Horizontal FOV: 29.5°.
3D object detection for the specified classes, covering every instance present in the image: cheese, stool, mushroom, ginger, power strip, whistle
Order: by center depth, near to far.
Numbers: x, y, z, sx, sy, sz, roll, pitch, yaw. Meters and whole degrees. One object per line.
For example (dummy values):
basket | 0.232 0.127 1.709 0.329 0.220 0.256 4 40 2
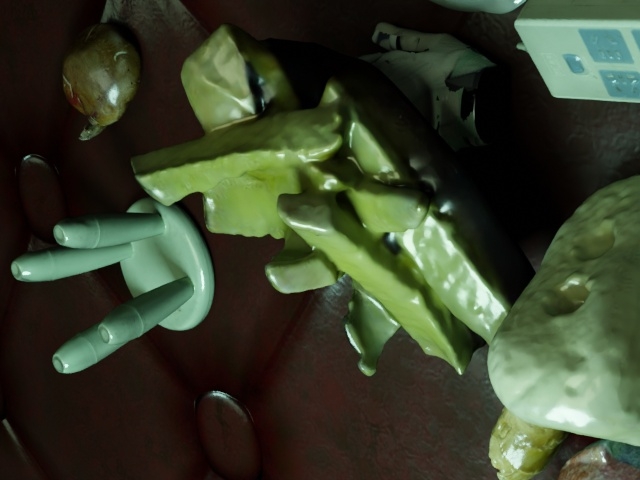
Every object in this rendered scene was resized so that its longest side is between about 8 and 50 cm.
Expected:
power strip | 0.318 -0.159 1.017 0.367 0.043 0.106 11 149 44
cheese | 0.256 0.073 1.072 0.174 0.248 0.251 1 100 45
whistle | 0.270 0.289 1.229 0.142 0.133 0.346 28 145 -12
ginger | 0.000 0.000 1.245 0.413 0.211 0.358 47 161 13
ginger | 0.224 0.176 1.249 0.069 0.095 0.190 41 137 29
stool | -0.277 0.057 1.650 0.195 0.199 0.195 -31 83 50
mushroom | -0.307 -0.213 1.660 0.135 0.080 0.170 44 130 39

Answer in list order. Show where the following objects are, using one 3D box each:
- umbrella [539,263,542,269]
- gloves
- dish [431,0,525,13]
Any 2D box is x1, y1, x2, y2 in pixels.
umbrella | 0.234 0.065 1.225 0.067 0.062 0.143 -108 29 -46
gloves | 0.087 -0.152 1.254 0.212 0.111 0.127 8 117 36
dish | 0.124 -0.324 1.163 0.224 0.078 0.246 55 136 17
